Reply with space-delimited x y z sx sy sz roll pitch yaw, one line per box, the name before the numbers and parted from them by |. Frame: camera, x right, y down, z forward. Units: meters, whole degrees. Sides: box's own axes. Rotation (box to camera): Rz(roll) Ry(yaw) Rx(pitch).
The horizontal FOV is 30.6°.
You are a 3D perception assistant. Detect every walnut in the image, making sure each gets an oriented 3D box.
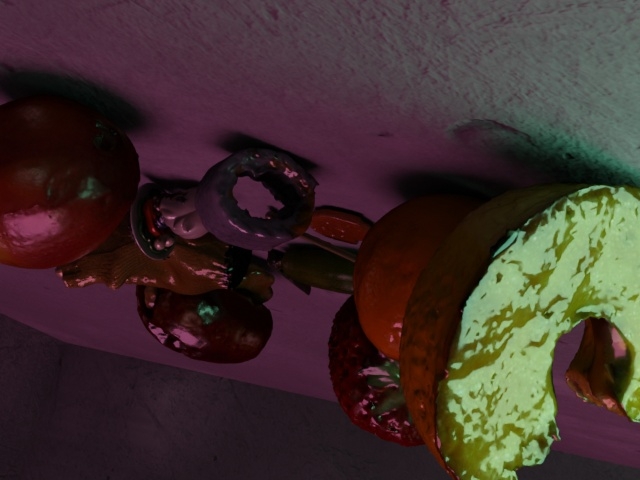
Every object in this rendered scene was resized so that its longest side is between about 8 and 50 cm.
walnut | -0.212 0.106 2.268 0.269 0.244 0.222 18 -154 -33

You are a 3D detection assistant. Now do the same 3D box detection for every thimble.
thimble | -0.090 -0.057 1.619 0.151 0.127 0.118 22 166 -19

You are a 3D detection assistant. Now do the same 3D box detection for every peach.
peach | -0.375 -0.085 1.619 0.281 0.238 0.281 -17 -178 1

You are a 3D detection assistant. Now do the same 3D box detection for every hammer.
hammer | 0.000 0.000 1.872 0.195 0.028 0.060 23 168 14

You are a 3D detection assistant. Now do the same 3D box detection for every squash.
squash | 0.036 0.056 2.017 0.318 0.071 0.080 6 164 35

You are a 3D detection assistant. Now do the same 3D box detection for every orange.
orange | 0.173 0.058 1.560 0.261 0.261 0.261 15 166 4

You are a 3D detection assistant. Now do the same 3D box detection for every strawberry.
strawberry | 0.152 0.207 2.096 0.292 0.291 0.310 17 -168 -2

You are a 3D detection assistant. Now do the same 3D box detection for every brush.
brush | -0.051 0.060 2.214 0.027 0.034 0.190 -8 156 21

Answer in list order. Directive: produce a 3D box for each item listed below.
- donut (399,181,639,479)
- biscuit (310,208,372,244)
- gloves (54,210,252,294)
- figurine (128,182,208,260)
donut | 0.285 0.100 1.393 0.435 0.377 0.163 -9 -160 -25
biscuit | 0.032 -0.024 1.827 0.102 0.019 0.130 19 166 -11
gloves | -0.298 0.017 2.068 0.356 0.155 0.203 -1 171 6
figurine | -0.213 -0.037 1.885 0.154 0.132 0.132 -7 156 28
